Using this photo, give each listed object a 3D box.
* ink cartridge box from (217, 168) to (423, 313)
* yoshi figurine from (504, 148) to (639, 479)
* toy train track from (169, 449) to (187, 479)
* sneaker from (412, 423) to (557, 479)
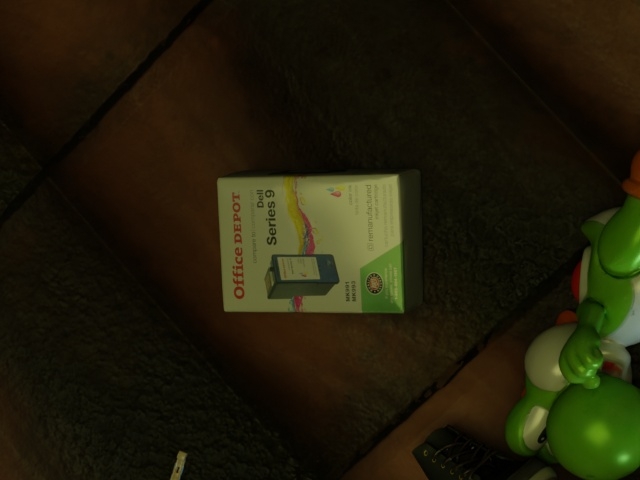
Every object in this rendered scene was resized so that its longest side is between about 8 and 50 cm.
[{"bbox_3d":[0.000,0.000,1.686,0.212,0.093,0.154,1,97,19],"label":"ink cartridge box"},{"bbox_3d":[0.322,0.099,1.547,0.203,0.203,0.362,29,107,6],"label":"yoshi figurine"},{"bbox_3d":[-0.176,0.290,1.815,0.048,0.014,0.083,22,101,14],"label":"toy train track"},{"bbox_3d":[0.162,0.244,1.612,0.083,0.222,0.118,-31,81,-25],"label":"sneaker"}]
